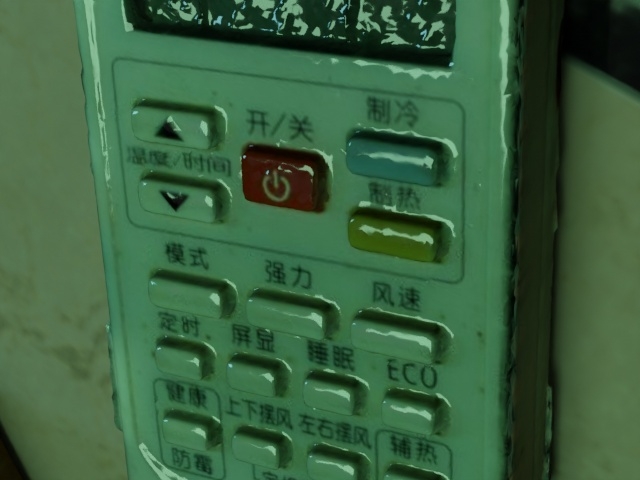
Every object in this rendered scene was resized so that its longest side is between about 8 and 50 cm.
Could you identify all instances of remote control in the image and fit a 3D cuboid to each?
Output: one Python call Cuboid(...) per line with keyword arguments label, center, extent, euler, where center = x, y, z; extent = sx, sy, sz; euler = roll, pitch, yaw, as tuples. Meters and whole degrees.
Cuboid(label="remote control", center=(0.000, 0.000, 0.424), extent=(0.145, 0.050, 0.344), euler=(9, 118, 25))

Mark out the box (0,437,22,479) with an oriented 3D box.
Cuboid(label="box", center=(-0.165, 0.186, 0.600), extent=(0.152, 0.070, 0.237), euler=(-14, 105, 33))
